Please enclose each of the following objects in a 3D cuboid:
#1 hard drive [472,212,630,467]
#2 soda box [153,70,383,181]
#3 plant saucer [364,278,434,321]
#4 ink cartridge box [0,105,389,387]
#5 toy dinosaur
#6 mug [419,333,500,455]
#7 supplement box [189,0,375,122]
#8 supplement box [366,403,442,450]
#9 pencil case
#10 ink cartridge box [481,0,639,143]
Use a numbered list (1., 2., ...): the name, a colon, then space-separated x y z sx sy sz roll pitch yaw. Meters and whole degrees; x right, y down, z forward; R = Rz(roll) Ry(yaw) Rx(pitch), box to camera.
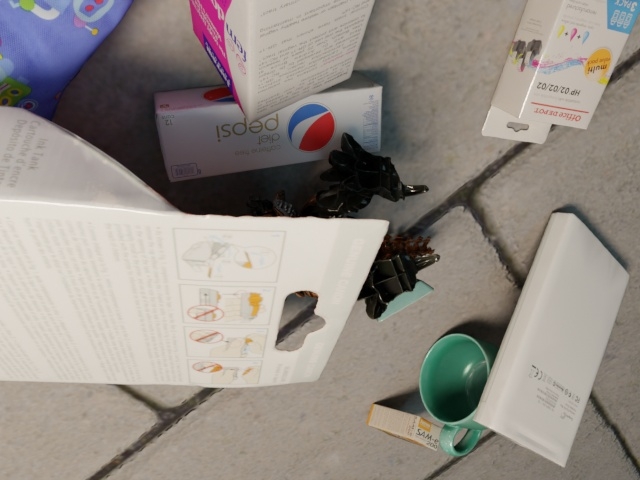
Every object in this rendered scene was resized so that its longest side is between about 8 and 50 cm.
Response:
1. hard drive: 0.338 0.144 0.758 0.203 0.040 0.308 34 75 -32
2. soda box: -0.051 -0.117 0.532 0.216 0.074 0.069 -10 122 -14
3. plant saucer: 0.085 0.062 0.637 0.067 0.192 0.018 -30 88 0
4. ink cartridge box: -0.168 0.031 0.457 0.384 0.091 0.308 3 145 -9
5. toy dinosaur: 0.000 0.000 0.583 0.322 0.218 0.164 -27 91 -37
6. mug: 0.220 0.223 0.795 0.097 0.129 0.158 21 109 -31
7. supplement box: -0.030 -0.201 0.389 0.114 0.111 0.220 -29 169 -13
8. supplement box: 0.127 0.285 0.818 0.062 0.098 0.036 35 67 -31
9. pencil case: -0.208 -0.195 0.405 0.306 0.119 0.133 -48 136 11
10. ink cartridge box: 0.269 -0.191 0.608 0.104 0.061 0.181 3 119 -20
